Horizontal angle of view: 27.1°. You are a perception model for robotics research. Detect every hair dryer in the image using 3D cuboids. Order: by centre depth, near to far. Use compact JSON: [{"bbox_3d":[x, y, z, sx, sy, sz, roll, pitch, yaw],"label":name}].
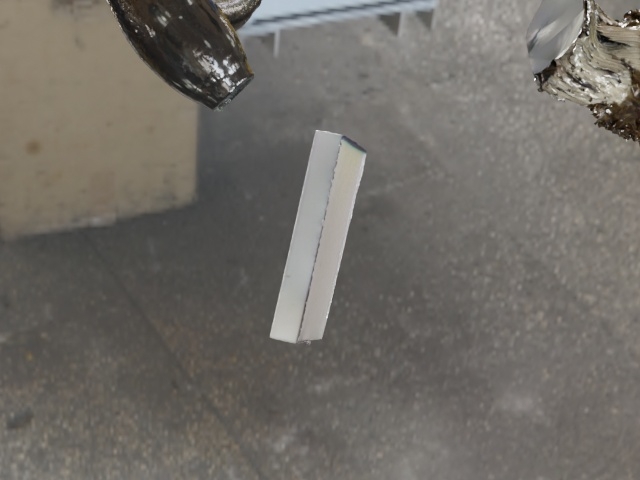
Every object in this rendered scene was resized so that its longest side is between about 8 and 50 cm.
[{"bbox_3d":[-0.100,-0.203,1.059,0.195,0.075,0.219,50,28,0],"label":"hair dryer"}]

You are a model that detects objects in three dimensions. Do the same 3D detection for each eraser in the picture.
[{"bbox_3d":[0.000,0.000,0.963,0.023,0.150,0.104,13,0,11],"label":"eraser"}]

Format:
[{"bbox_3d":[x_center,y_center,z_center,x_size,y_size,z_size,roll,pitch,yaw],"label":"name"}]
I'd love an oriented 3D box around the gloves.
[{"bbox_3d":[0.370,-0.173,1.440,0.312,0.135,0.210,21,19,-8],"label":"gloves"}]
